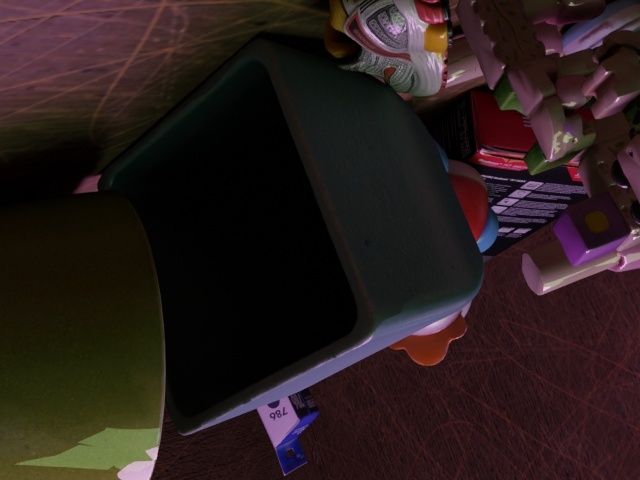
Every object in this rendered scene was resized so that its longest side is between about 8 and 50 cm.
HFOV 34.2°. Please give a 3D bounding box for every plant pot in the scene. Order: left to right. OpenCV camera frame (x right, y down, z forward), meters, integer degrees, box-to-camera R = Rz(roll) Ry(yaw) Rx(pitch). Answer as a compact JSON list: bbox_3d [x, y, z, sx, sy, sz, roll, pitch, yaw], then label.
[{"bbox_3d":[-0.309,0.095,0.828,0.293,0.275,0.275,-1,160,-28],"label":"plant pot"},{"bbox_3d":[0.000,0.000,0.921,0.252,0.248,0.247,-4,158,-48],"label":"plant pot"}]

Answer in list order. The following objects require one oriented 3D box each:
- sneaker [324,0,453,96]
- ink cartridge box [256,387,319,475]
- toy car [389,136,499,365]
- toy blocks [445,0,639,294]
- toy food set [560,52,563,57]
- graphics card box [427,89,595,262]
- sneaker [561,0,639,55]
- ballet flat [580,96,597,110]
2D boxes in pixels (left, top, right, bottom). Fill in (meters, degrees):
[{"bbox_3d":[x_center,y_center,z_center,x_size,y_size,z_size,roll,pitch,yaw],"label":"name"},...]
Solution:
[{"bbox_3d":[0.050,-0.165,0.795,0.092,0.088,0.225,-5,172,6],"label":"sneaker"},{"bbox_3d":[-0.083,0.212,1.711,0.065,0.333,0.165,-25,172,8],"label":"ink cartridge box"},{"bbox_3d":[0.099,0.033,1.227,0.210,0.238,0.219,-12,152,24],"label":"toy car"},{"bbox_3d":[0.284,-0.140,0.875,0.260,0.289,0.309,-19,167,-11],"label":"toy blocks"},{"bbox_3d":[0.254,-0.192,1.226,0.083,0.020,0.082,-42,154,-2],"label":"toy food set"},{"bbox_3d":[0.216,-0.072,1.420,0.232,0.094,0.371,4,158,-22],"label":"graphics card box"},{"bbox_3d":[0.409,-0.171,1.241,0.127,0.208,0.319,-33,168,36],"label":"sneaker"},{"bbox_3d":[0.350,-0.198,1.405,0.206,0.073,0.067,-14,-179,-16],"label":"ballet flat"}]
